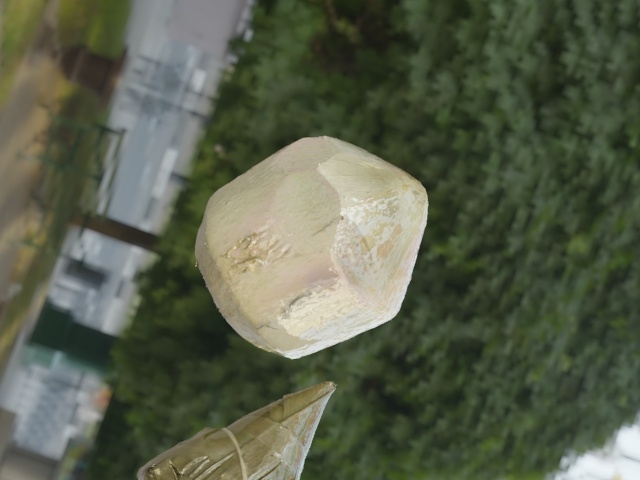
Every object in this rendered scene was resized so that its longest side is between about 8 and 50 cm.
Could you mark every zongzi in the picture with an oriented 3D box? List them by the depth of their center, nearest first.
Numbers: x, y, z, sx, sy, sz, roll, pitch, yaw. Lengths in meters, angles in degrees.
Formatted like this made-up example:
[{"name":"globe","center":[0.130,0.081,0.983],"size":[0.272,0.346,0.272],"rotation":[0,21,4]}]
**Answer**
[{"name":"zongzi","center":[-0.026,0.218,1.228],"size":[0.189,0.178,0.081],"rotation":[62,-21,12]}]

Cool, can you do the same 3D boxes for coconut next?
[{"name":"coconut","center":[0.000,0.000,1.258],"size":[0.183,0.171,0.171],"rotation":[-28,-157,22]}]
